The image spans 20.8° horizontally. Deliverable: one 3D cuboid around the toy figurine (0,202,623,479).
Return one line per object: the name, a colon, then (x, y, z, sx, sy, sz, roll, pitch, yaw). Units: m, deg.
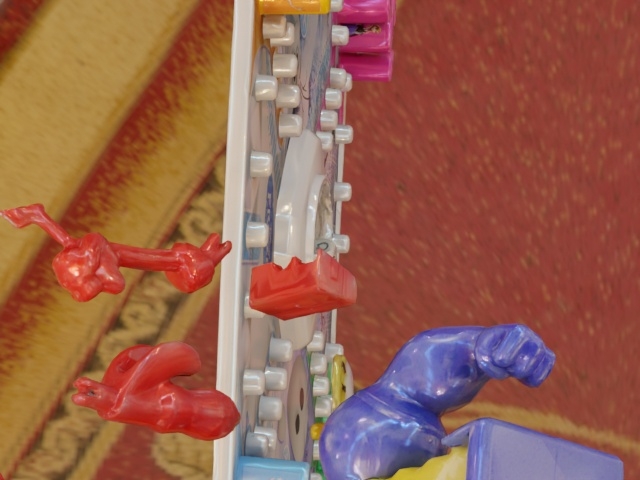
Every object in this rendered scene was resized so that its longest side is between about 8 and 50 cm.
toy figurine: (0.005, 0.142, 0.557, 0.217, 0.191, 0.362, -17, 57, 43)

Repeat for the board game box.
board game box: (0.000, 0.000, 1.103, 0.050, 0.390, 0.390, 2, 89, 8)
